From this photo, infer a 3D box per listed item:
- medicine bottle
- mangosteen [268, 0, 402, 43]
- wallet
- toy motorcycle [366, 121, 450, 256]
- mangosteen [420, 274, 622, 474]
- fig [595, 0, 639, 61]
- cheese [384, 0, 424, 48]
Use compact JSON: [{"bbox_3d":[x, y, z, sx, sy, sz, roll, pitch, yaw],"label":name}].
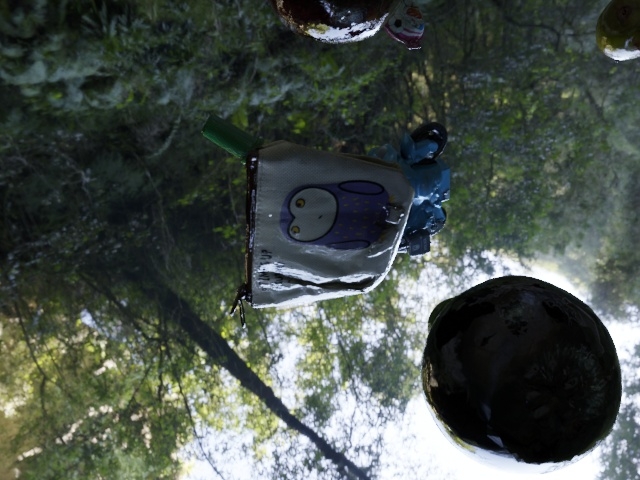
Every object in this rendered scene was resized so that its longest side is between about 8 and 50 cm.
[{"bbox_3d":[-0.131,-0.189,1.232,0.309,0.076,0.111,29,-157,-10],"label":"medicine bottle"},{"bbox_3d":[0.015,-0.386,0.776,0.216,0.216,0.216,-3,-145,2],"label":"mangosteen"},{"bbox_3d":[-0.002,-0.002,0.824,0.275,0.335,0.068,-4,-139,-16],"label":"wallet"},{"bbox_3d":[0.153,-0.081,0.980,0.182,0.272,0.123,-19,-139,-7],"label":"toy motorcycle"},{"bbox_3d":[0.292,0.202,0.818,0.301,0.300,0.300,-3,-145,2],"label":"mangosteen"},{"bbox_3d":[0.693,-0.453,1.169,0.186,0.148,0.142,23,-131,-29],"label":"fig"},{"bbox_3d":[0.191,-0.592,1.337,0.155,0.244,0.062,-18,173,-37],"label":"cheese"}]
